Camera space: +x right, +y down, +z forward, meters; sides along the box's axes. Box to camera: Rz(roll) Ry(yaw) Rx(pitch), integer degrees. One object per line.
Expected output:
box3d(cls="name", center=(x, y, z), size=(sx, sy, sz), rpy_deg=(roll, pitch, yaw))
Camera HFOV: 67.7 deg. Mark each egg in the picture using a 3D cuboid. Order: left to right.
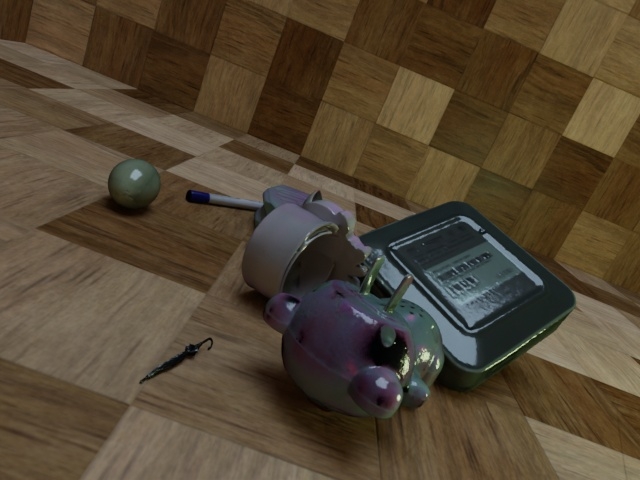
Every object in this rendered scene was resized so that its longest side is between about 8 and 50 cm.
box3d(cls="egg", center=(-0.436, -0.132, 1.119), size=(0.114, 0.114, 0.152), rpy_deg=(18, 23, -15))

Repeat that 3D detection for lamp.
box3d(cls="lamp", center=(0.084, 0.148, 0.745), size=(0.247, 0.247, 0.301), rpy_deg=(38, 15, 34))

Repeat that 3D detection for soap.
box3d(cls="soap", center=(-0.087, -0.064, 1.370), size=(0.192, 0.109, 0.324), rpy_deg=(18, 18, -14))

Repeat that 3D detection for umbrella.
box3d(cls="umbrella", center=(-0.203, 0.166, 0.684), size=(0.022, 0.022, 0.149), rpy_deg=(1, 7, 26))

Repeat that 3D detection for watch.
box3d(cls="watch", center=(-0.030, 0.055, 0.972), size=(0.196, 0.244, 0.231), rpy_deg=(28, 40, 26))

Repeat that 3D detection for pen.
box3d(cls="pen", center=(-0.270, -0.115, 1.418), size=(0.269, 0.033, 0.033), rpy_deg=(7, 23, -43))

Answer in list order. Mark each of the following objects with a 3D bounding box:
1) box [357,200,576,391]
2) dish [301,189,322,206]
box3d(cls="box", center=(0.310, 0.091, 1.074), size=(0.396, 0.111, 0.396), rpy_deg=(-21, 54, -31))
box3d(cls="dish", center=(0.000, 0.000, 1.188), size=(0.151, 0.077, 0.212), rpy_deg=(-81, 147, -55))
